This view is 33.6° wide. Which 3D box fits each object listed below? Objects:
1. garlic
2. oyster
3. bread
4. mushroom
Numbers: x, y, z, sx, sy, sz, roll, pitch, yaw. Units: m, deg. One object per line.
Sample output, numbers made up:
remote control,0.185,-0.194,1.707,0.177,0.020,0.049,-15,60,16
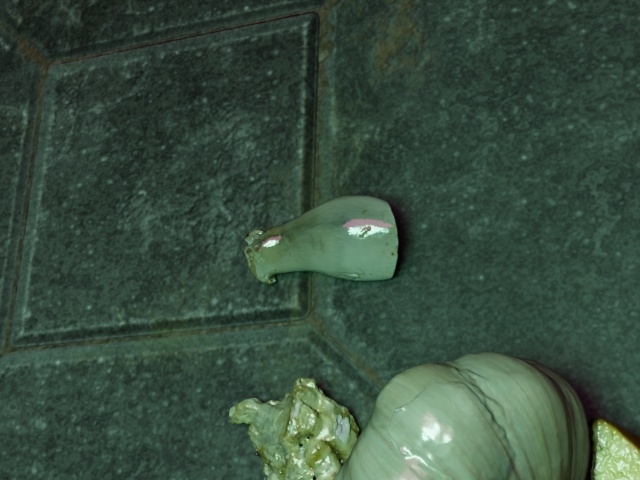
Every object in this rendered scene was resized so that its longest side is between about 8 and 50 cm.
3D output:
garlic,0.147,0.251,1.113,0.241,0.322,0.322,15,75,23
oyster,-0.038,0.252,1.325,0.191,0.081,0.163,7,76,29
bread,0.340,0.313,1.111,0.134,0.129,0.260,0,71,14
mushroom,0.000,0.000,1.404,0.225,0.093,0.116,-2,89,17
